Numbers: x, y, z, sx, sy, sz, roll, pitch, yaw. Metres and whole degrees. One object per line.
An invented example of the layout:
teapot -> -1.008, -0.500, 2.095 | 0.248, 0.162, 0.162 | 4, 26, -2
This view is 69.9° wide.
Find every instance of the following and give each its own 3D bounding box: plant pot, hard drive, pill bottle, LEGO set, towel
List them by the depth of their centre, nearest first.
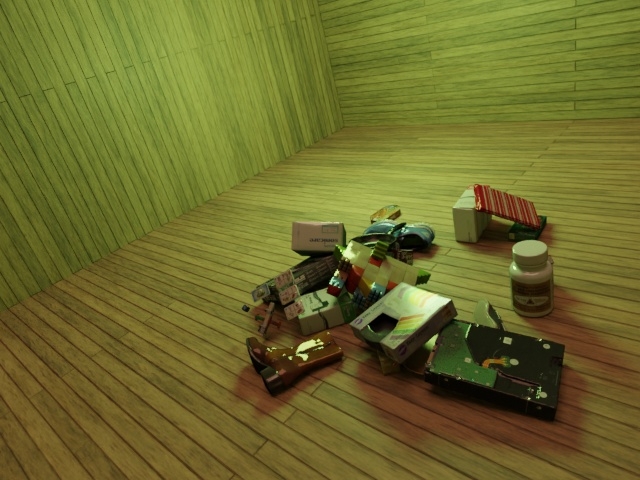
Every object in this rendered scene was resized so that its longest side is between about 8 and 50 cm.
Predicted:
hard drive -> 0.488, 0.348, 1.291 | 0.338, 0.064, 0.237 | 10, 36, 27
plant pot -> 0.360, 0.348, 1.443 | 0.236, 0.033, 0.236 | -13, 27, 6
pill bottle -> 0.685, 0.122, 1.490 | 0.131, 0.229, 0.131 | -12, 26, 6
LEGO set -> -0.178, 0.247, 1.731 | 0.244, 0.060, 0.183 | -30, 62, 13
towel -> 0.780, -0.145, 1.933 | 0.274, 0.031, 0.199 | 17, 41, -2

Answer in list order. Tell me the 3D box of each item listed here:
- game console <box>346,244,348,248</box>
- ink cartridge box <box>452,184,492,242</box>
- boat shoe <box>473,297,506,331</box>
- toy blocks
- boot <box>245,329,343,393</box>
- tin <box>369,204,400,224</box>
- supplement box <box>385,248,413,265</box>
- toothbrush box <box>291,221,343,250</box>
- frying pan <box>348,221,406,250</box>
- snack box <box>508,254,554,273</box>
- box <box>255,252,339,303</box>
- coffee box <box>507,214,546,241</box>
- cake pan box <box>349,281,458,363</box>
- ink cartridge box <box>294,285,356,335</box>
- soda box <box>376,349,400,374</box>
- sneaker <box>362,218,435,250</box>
game console -> 0.065, 0.041, 2.232 | 0.107, 0.071, 0.122 | 6, 16, -30
ink cartridge box -> 0.679, -0.121, 2.041 | 0.100, 0.172, 0.237 | 6, 33, 36
boat shoe -> 0.556, 0.264, 1.499 | 0.064, 0.075, 0.206 | 30, 23, -7
toy blocks -> 0.196, 0.155, 1.693 | 0.381, 0.191, 0.261 | 23, 36, 7
boot -> -0.098, 0.368, 1.577 | 0.280, 0.096, 0.264 | -24, 27, -20
tin -> 0.342, -0.133, 2.400 | 0.189, 0.040, 0.106 | -32, 27, -31
supplement box -> 0.258, 0.069, 1.948 | 0.239, 0.073, 0.130 | 4, 3, 33
toothbrush box -> 0.000, 0.000, 2.018 | 0.216, 0.126, 0.295 | 1, -6, 7
frying pan -> 0.239, -0.010, 1.947 | 0.197, 0.053, 0.326 | -1, 17, 23
snack box -> 0.747, 0.099, 1.629 | 0.100, 0.037, 0.141 | -16, -18, -5
box -> -0.090, 0.158, 1.922 | 0.307, 0.077, 0.242 | -29, 8, -26
coffee box -> 0.880, -0.053, 1.948 | 0.113, 0.041, 0.184 | 8, 34, 36
cake pan box -> 0.255, 0.255, 1.459 | 0.266, 0.070, 0.245 | -34, 21, -19
ink cartridge box -> 0.015, 0.259, 1.739 | 0.208, 0.087, 0.153 | -18, 26, -3
soda box -> 0.208, 0.349, 1.487 | 0.058, 0.061, 0.181 | -14, 26, 2
sneaker -> 0.339, -0.012, 2.058 | 0.329, 0.130, 0.147 | -1, 27, 26
